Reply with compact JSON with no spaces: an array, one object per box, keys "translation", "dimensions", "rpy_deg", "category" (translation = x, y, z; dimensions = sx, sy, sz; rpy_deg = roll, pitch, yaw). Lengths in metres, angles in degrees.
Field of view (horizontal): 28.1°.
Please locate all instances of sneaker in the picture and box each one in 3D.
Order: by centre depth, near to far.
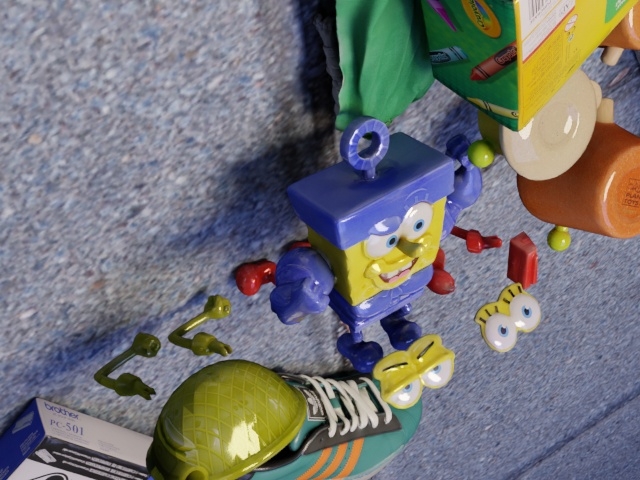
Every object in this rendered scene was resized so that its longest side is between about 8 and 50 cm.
[{"translation":[-0.009,0.183,1.254],"dimensions":[0.302,0.108,0.121],"rpy_deg":[-16,150,-34],"category":"sneaker"}]

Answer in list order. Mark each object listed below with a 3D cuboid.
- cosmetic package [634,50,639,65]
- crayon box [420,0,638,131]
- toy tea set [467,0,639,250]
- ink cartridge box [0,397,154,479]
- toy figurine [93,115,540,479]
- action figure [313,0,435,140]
[{"translation":[0.518,-0.238,1.105],"dimensions":[0.453,0.230,0.161],"rpy_deg":[-41,152,5],"category":"cosmetic package"},{"translation":[0.181,-0.221,0.815],"dimensions":[0.278,0.081,0.165],"rpy_deg":[-48,159,-10],"category":"crayon box"},{"translation":[0.236,-0.154,0.984],"dimensions":[0.336,0.124,0.200],"rpy_deg":[-49,126,-8],"category":"toy tea set"},{"translation":[-0.183,0.207,1.087],"dimensions":[0.097,0.046,0.207],"rpy_deg":[-46,133,16],"category":"ink cartridge box"},{"translation":[0.000,0.000,0.947],"dimensions":[0.362,0.191,0.217],"rpy_deg":[-26,136,-24],"category":"toy figurine"},{"translation":[0.045,-0.141,0.872],"dimensions":[0.137,0.063,0.232],"rpy_deg":[-28,155,-22],"category":"action figure"}]
